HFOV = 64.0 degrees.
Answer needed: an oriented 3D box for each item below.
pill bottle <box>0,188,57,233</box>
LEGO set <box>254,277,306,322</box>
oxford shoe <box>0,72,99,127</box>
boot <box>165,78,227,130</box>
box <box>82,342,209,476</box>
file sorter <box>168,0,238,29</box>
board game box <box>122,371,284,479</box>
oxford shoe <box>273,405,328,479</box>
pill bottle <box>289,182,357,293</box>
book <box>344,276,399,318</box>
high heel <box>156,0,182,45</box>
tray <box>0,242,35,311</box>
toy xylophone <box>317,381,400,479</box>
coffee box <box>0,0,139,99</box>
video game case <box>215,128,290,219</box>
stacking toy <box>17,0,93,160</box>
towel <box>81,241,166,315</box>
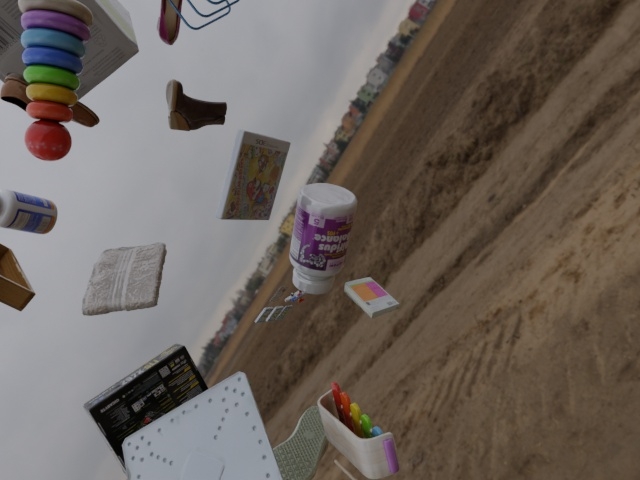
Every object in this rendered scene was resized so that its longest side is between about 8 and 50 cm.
[{"bbox_3d":[-1.205,-0.117,2.022,0.152,0.152,0.272,-59,-28,6],"label":"pill bottle"},{"bbox_3d":[-0.121,0.236,1.972,0.244,0.060,0.183,-53,-28,18],"label":"LEGO set"},{"bbox_3d":[-0.635,-0.308,1.204,0.076,0.213,0.075,-32,44,53],"label":"oxford shoe"},{"bbox_3d":[-0.439,-0.489,1.830,0.248,0.207,0.090,118,136,-60],"label":"boot"},{"bbox_3d":[-0.498,0.506,1.545,0.322,0.256,0.079,-34,18,-33],"label":"box"},{"bbox_3d":[-0.172,-0.445,0.836,0.170,0.104,0.118,-19,23,52],"label":"file sorter"},{"bbox_3d":[-0.288,0.591,1.279,0.390,0.389,0.050,-31,-36,3],"label":"board game box"},{"bbox_3d":[-0.078,0.742,1.738,0.449,0.169,0.129,-37,-35,-60],"label":"oxford shoe"},{"bbox_3d":[0.000,0.000,1.488,0.169,0.170,0.301,-65,-13,-61],"label":"pill bottle"},{"bbox_3d":[0.149,0.163,1.499,0.144,0.096,0.035,44,139,46],"label":"book"},{"bbox_3d":[-0.443,-0.716,1.534,0.117,0.082,0.244,52,126,39],"label":"high heel"},{"bbox_3d":[-1.052,0.072,1.610,0.411,0.203,0.076,26,77,46],"label":"tray"},{"bbox_3d":[0.091,0.542,1.387,0.081,0.236,0.323,-20,23,-24],"label":"toy xylophone"},{"bbox_3d":[-0.761,-0.617,1.421,0.338,0.338,0.334,-35,46,6],"label":"coffee box"},{"bbox_3d":[-0.170,-0.162,1.331,0.206,0.026,0.226,-3,-67,-60],"label":"video game case"},{"bbox_3d":[-0.562,-0.332,1.075,0.141,0.141,0.329,-163,77,-86],"label":"stacking toy"},{"bbox_3d":[-0.525,0.095,1.396,0.282,0.187,0.049,-108,12,-56],"label":"towel"}]
